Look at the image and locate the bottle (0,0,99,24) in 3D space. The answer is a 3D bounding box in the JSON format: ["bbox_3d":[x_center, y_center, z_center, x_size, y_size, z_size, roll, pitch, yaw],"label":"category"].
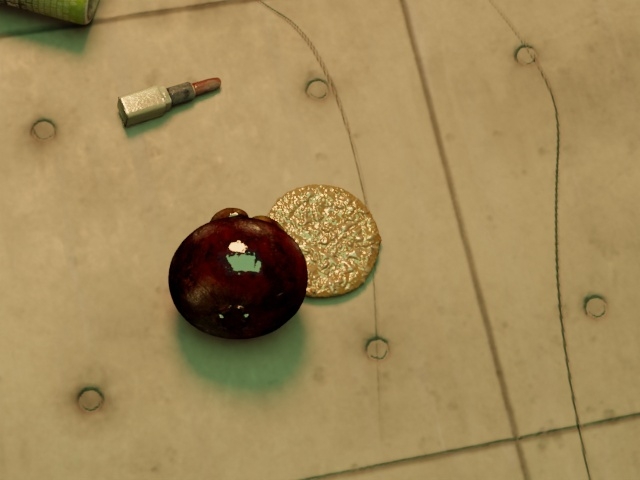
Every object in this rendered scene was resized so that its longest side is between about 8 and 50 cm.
[{"bbox_3d":[-0.378,-0.298,1.660,0.330,0.093,0.093,15,69,-1],"label":"bottle"}]

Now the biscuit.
[{"bbox_3d":[0.000,0.000,1.637,0.120,0.015,0.120,2,70,-5],"label":"biscuit"}]

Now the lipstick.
[{"bbox_3d":[-0.148,-0.143,1.668,0.107,0.025,0.025,-20,74,-20],"label":"lipstick"}]

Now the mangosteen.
[{"bbox_3d":[-0.076,0.024,1.572,0.140,0.140,0.140,2,70,-6],"label":"mangosteen"}]
